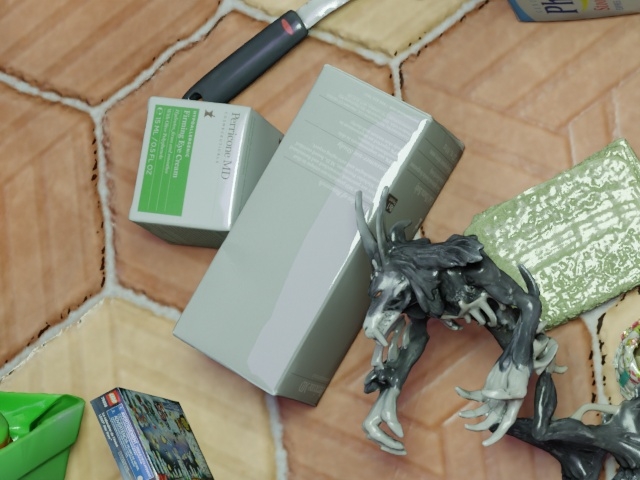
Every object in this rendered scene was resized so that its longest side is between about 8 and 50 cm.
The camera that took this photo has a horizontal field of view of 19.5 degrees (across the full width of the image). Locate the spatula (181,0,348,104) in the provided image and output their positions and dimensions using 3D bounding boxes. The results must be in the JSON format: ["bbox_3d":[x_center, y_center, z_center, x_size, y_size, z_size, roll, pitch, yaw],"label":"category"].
[{"bbox_3d":[0.005,-0.188,1.482,0.296,0.030,0.084,-35,73,8],"label":"spatula"}]

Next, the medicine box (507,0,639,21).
[{"bbox_3d":[0.180,-0.332,1.334,0.149,0.263,0.289,-6,80,15],"label":"medicine box"}]

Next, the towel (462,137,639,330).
[{"bbox_3d":[0.192,0.001,1.400,0.148,0.027,0.110,-29,75,8],"label":"towel"}]

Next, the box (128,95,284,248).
[{"bbox_3d":[-0.087,-0.050,1.448,0.087,0.102,0.101,7,82,15],"label":"box"}]

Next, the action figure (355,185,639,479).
[{"bbox_3d":[0.108,0.089,1.293,0.276,0.164,0.141,41,67,-14],"label":"action figure"}]

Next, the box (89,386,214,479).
[{"bbox_3d":[-0.121,0.162,1.405,0.027,0.137,0.094,-28,75,9],"label":"box"}]

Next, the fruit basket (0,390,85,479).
[{"bbox_3d":[-0.381,0.121,1.437,0.392,0.283,0.392,3,99,15],"label":"fruit basket"}]

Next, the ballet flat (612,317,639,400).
[{"bbox_3d":[0.312,0.038,1.334,0.241,0.077,0.091,-41,72,5],"label":"ballet flat"}]

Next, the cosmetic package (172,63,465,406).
[{"bbox_3d":[0.000,0.000,1.404,0.107,0.127,0.238,27,91,18],"label":"cosmetic package"}]
